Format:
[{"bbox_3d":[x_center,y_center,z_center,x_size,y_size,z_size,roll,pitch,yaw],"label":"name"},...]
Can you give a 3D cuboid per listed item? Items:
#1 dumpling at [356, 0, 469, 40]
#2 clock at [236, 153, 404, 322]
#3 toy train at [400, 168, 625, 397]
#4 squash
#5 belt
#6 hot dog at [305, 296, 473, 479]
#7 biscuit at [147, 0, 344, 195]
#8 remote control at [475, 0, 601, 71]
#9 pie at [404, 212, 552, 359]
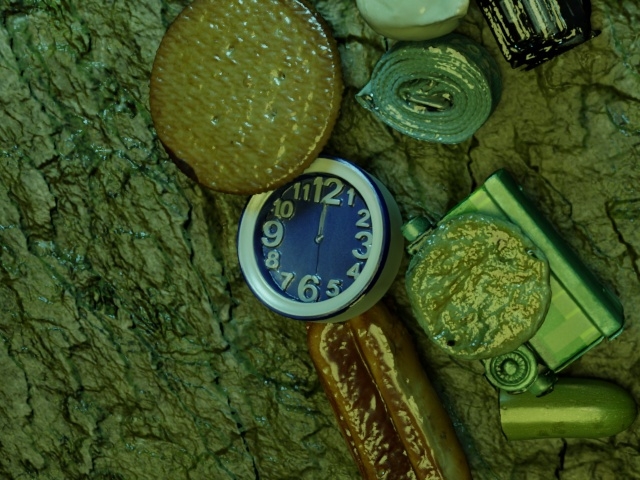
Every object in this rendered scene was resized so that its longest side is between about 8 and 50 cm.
[{"bbox_3d":[0.115,-0.333,1.251,0.131,0.252,0.179,-1,101,-15],"label":"dumpling"},{"bbox_3d":[0.000,0.000,1.431,0.230,0.083,0.230,-6,77,26],"label":"clock"},{"bbox_3d":[0.247,0.059,1.372,0.202,0.120,0.301,-40,91,12],"label":"toy train"},{"bbox_3d":[0.343,0.230,1.427,0.188,0.095,0.095,-6,106,18],"label":"squash"},{"bbox_3d":[0.152,-0.203,1.352,0.163,0.082,0.148,35,126,2],"label":"belt"},{"bbox_3d":[0.100,0.240,1.503,0.158,0.117,0.349,-23,97,22],"label":"hot dog"},{"bbox_3d":[-0.105,-0.211,1.432,0.305,0.038,0.305,1,92,24],"label":"biscuit"},{"bbox_3d":[0.205,-0.405,1.274,0.144,0.062,0.399,-25,98,26],"label":"remote control"},{"bbox_3d":[0.199,0.058,1.297,0.186,0.041,0.187,1,97,8],"label":"pie"}]
